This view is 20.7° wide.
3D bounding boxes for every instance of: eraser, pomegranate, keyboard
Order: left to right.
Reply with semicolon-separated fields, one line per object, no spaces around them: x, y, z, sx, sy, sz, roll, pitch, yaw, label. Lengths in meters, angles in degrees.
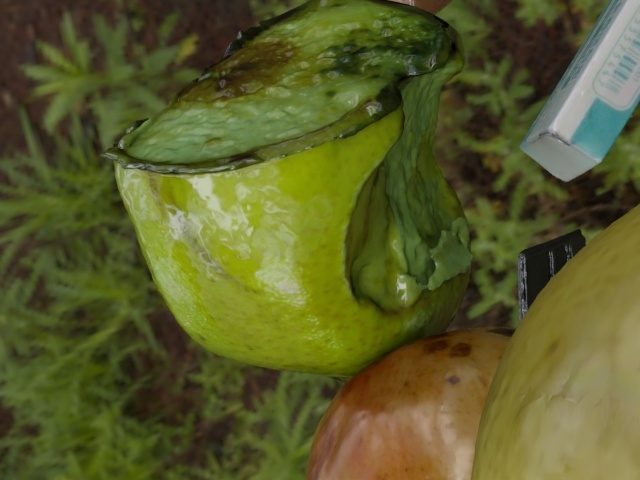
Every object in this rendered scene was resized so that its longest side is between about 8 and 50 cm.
0.097;0.164;1.104;0.215;0.215;0.215;14;113;36;pomegranate
0.231;0.114;1.710;0.017;0.087;0.251;31;135;53;keyboard
0.230;-0.151;1.284;0.052;0.225;0.095;32;171;-2;eraser

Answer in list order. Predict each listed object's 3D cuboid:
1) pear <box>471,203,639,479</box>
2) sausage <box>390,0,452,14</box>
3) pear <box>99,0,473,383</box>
0.227;0.123;0.686;0.348;0.348;0.348;14;113;36;pear
0.123;-0.287;1.432;0.121;0.304;0.121;32;147;24;sausage
0.000;0.000;1.138;0.164;0.238;0.255;11;125;30;pear
